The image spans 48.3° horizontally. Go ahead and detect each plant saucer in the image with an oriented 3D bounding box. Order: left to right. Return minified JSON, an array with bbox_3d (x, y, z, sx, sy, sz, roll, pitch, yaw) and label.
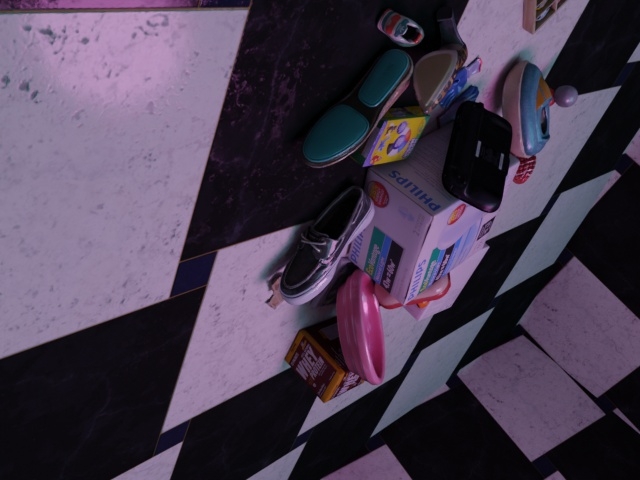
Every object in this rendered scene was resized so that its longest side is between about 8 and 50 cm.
[{"bbox_3d":[0.114,0.246,2.037,0.084,0.332,0.332,-8,156,12],"label":"plant saucer"}]

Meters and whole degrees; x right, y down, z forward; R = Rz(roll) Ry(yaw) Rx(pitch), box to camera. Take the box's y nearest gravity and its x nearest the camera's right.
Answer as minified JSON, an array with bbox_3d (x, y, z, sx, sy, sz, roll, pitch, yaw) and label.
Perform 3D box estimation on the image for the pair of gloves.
[{"bbox_3d":[0.360,-0.374,1.852,0.159,0.023,0.198,-41,153,-13],"label":"pair of gloves"}]

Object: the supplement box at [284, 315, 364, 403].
[{"bbox_3d":[0.036,0.358,2.179,0.194,0.191,0.129,-14,140,-47],"label":"supplement box"}]

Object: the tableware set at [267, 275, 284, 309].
[{"bbox_3d":[-0.075,0.108,1.861,0.168,0.020,0.141,-37,152,-20],"label":"tableware set"}]

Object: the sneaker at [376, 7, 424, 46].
[{"bbox_3d":[0.180,-0.418,1.455,0.057,0.075,0.161,-56,153,17],"label":"sneaker"}]

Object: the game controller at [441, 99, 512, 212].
[{"bbox_3d":[0.399,-0.215,1.790,0.067,0.166,0.319,-36,-152,50],"label":"game controller"}]

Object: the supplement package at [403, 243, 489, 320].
[{"bbox_3d":[0.353,0.076,2.263,0.199,0.198,0.263,-14,139,-48],"label":"supplement package"}]

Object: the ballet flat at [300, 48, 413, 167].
[{"bbox_3d":[0.085,-0.262,1.506,0.316,0.107,0.106,-45,167,-4],"label":"ballet flat"}]

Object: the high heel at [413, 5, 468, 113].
[{"bbox_3d":[0.273,-0.354,1.574,0.186,0.093,0.261,52,50,-59],"label":"high heel"}]

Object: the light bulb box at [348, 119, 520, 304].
[{"bbox_3d":[0.298,-0.079,1.934,0.361,0.225,0.358,-31,149,-32],"label":"light bulb box"}]

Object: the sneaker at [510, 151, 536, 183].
[{"bbox_3d":[0.621,-0.284,2.204,0.092,0.088,0.225,28,65,-74],"label":"sneaker"}]

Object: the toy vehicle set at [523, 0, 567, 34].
[{"bbox_3d":[0.618,-0.671,1.815,0.267,0.035,0.166,-45,154,-7],"label":"toy vehicle set"}]

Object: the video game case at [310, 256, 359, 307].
[{"bbox_3d":[0.071,0.119,2.095,0.190,0.022,0.173,-4,131,-55],"label":"video game case"}]

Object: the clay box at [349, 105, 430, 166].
[{"bbox_3d":[0.177,-0.252,1.707,0.222,0.053,0.127,-16,140,-46],"label":"clay box"}]

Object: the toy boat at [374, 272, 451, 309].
[{"bbox_3d":[0.280,0.145,2.117,0.231,0.151,0.151,-13,134,18],"label":"toy boat"}]

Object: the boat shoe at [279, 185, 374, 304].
[{"bbox_3d":[0.000,0.000,1.744,0.335,0.121,0.119,-54,148,-11],"label":"boat shoe"}]

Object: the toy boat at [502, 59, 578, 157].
[{"bbox_3d":[0.625,-0.387,2.037,0.318,0.148,0.268,-33,120,-51],"label":"toy boat"}]
